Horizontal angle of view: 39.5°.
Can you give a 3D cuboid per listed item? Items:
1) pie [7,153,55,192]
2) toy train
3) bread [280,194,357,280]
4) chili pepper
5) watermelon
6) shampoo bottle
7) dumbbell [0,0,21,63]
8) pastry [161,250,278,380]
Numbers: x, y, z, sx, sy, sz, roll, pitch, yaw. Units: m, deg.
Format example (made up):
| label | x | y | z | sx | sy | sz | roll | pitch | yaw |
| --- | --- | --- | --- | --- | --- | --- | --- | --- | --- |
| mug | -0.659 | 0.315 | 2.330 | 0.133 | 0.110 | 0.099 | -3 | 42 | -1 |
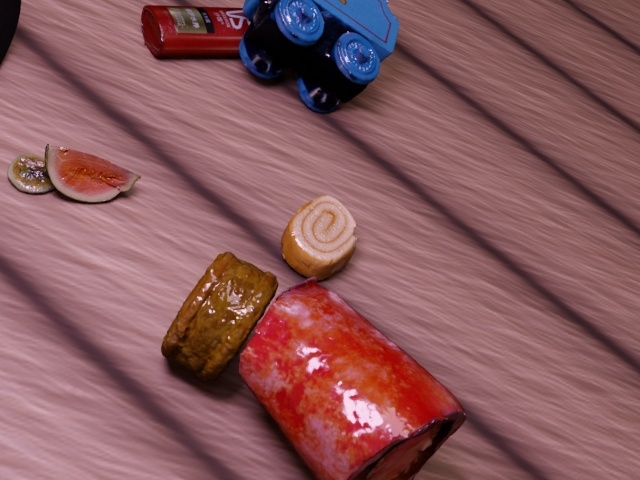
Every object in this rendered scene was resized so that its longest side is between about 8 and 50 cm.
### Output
| label | x | y | z | sx | sy | sz | roll | pitch | yaw |
| --- | --- | --- | --- | --- | --- | --- | --- | --- | --- |
| pie | -0.456 | -0.106 | 1.424 | 0.084 | 0.021 | 0.084 | 14 | 46 | -15 |
| toy train | -0.010 | -0.426 | 1.775 | 0.300 | 0.188 | 0.265 | 29 | 56 | -23 |
| bread | 0.000 | 0.000 | 1.530 | 0.122 | 0.073 | 0.149 | 42 | 47 | 5 |
| chili pepper | 0.021 | 0.220 | 1.249 | 0.305 | 0.229 | 0.251 | 39 | 32 | 24 |
| watermelon | -0.380 | -0.098 | 1.421 | 0.163 | 0.087 | 0.069 | 19 | 78 | -37 |
| shampoo bottle | -0.202 | -0.423 | 1.804 | 0.314 | 0.076 | 0.118 | -7 | 52 | -32 |
| dumbbell | -0.677 | -0.393 | 1.444 | 0.322 | 0.204 | 0.204 | 23 | 44 | -7 |
| pastry | -0.144 | 0.109 | 1.273 | 0.103 | 0.189 | 0.189 | 33 | 44 | -2 |
